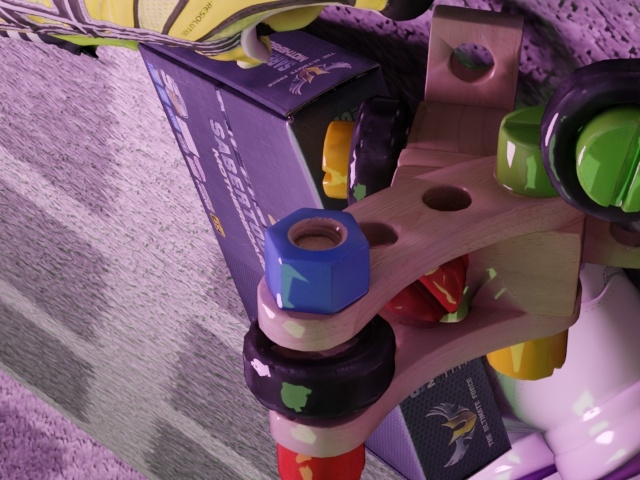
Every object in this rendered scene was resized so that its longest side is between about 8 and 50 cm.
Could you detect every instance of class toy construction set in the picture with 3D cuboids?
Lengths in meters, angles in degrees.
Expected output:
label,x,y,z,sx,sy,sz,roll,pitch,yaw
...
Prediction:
label,x,y,z,sx,sy,sz,roll,pitch,yaw
toy construction set,0.121,0.031,0.793,0.237,0.257,0.309,-81,-32,-60

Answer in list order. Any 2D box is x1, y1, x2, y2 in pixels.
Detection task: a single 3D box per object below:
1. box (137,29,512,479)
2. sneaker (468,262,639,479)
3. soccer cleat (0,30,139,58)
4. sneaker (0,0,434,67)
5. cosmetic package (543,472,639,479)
label,x,y,z,sx,sy,sz,roll,pitch,yaw
box,0.000,0.000,0.977,0.183,0.059,0.232,31,147,56
sneaker,0.115,0.057,1.043,0.152,0.114,0.305,58,163,0
soccer cleat,-0.168,-0.138,1.124,0.072,0.060,0.179,34,168,-38
sneaker,-0.082,-0.131,0.821,0.147,0.145,0.385,44,163,-22
cosmetic package,0.206,0.267,1.158,0.225,0.224,0.138,27,161,29
